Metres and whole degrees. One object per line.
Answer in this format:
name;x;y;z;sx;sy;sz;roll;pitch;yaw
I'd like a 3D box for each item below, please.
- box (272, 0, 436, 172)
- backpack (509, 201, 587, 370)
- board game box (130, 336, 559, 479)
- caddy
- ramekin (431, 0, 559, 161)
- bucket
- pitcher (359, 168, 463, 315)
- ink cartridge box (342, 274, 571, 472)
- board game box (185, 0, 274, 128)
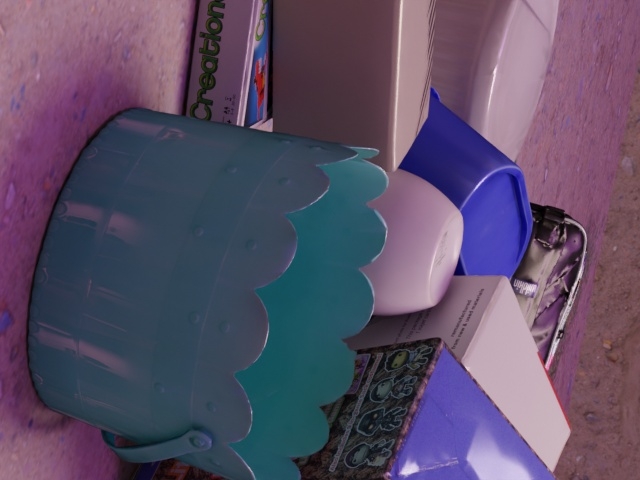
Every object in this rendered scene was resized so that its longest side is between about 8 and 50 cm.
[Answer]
box;0.028;-0.196;1.559;0.094;0.113;0.275;-58;158;-46
backpack;0.157;0.070;2.228;0.191;0.225;0.253;-171;-84;-75
board game box;0.027;0.222;1.665;0.232;0.291;0.141;50;48;-29
caddy;0.066;-0.013;1.949;0.241;0.179;0.341;-47;158;-10
ramekin;0.165;-0.208;2.182;0.273;0.127;0.273;15;90;-74
bucket;-0.080;0.039;1.470;0.281;0.183;0.281;15;90;-74
pitcher;0.000;0.000;1.664;0.178;0.207;0.125;-48;149;-56
ink cartridge box;0.057;0.136;1.782;0.114;0.273;0.197;-59;136;-39
board game box;-0.032;-0.250;1.603;0.193;0.053;0.305;-38;141;-63
